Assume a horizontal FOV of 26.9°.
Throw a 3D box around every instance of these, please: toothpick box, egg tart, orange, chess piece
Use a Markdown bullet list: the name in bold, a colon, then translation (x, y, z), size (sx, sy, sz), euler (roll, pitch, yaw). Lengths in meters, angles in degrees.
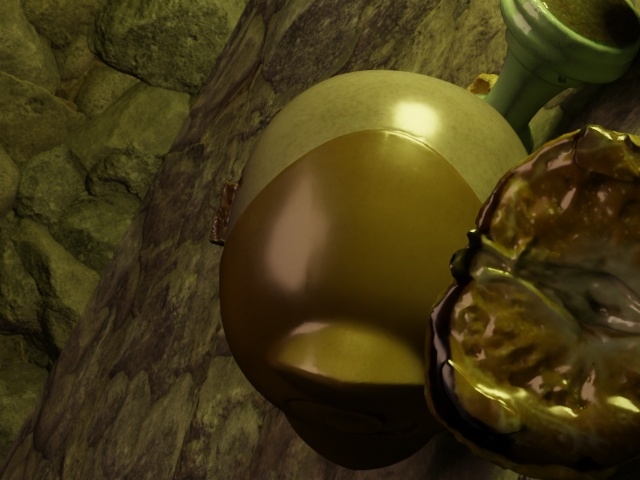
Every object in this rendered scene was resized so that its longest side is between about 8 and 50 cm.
- **toothpick box**: translation (0.078, 0.041, 1.672), size (0.409, 0.409, 0.425), euler (-29, 42, 55)
- **egg tart**: translation (0.244, -0.203, 2.020), size (0.105, 0.039, 0.105), euler (-48, 27, 35)
- **orange**: translation (0.277, 0.075, 1.417), size (0.369, 0.271, 0.210), euler (-65, -21, 1)
- **chess piece**: translation (0.277, -0.212, 1.796), size (0.195, 0.194, 0.299), euler (-88, 22, -44)

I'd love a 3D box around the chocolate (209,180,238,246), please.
- **chocolate**: translation (0.000, 0.000, 2.023), size (0.112, 0.321, 0.112), euler (12, 85, 58)
